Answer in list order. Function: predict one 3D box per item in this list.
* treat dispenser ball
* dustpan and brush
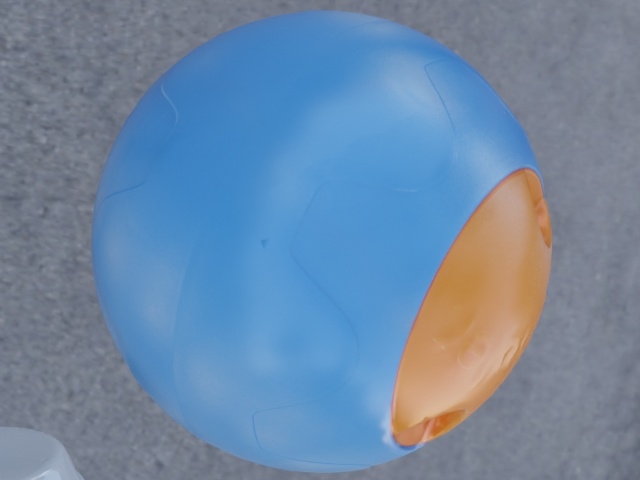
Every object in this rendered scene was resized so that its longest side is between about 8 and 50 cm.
[{"bbox_3d":[0.000,0.000,0.709,0.288,0.288,0.288,-15,111,-44],"label":"treat dispenser ball"},{"bbox_3d":[-0.227,0.208,0.923,0.147,0.211,0.060,-58,140,-67],"label":"dustpan and brush"}]
